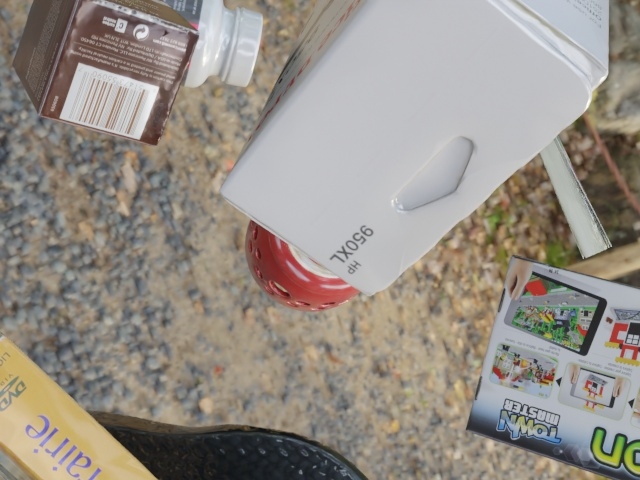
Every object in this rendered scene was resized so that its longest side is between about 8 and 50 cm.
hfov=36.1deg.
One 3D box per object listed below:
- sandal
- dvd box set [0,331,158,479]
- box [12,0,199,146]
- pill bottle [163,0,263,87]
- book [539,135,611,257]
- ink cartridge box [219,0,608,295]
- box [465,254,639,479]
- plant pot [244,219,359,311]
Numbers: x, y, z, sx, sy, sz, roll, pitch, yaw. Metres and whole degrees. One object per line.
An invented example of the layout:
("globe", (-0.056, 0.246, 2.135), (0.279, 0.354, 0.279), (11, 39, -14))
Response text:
("sandal", (-0.114, 0.271, 1.118), (0.107, 0.445, 0.168), (-19, 116, -66))
("dvd box set", (-0.153, 0.261, 0.829), (0.420, 0.307, 0.062), (46, 64, -8))
("box", (-0.290, -0.252, 1.302), (0.168, 0.167, 0.203), (12, 21, -33))
("pill bottle", (-0.266, -0.358, 1.657), (0.318, 0.176, 0.176), (11, 53, -12))
("book", (0.296, -0.059, 1.160), (0.144, 0.035, 0.096), (64, 18, -4))
("ink cartridge box", (0.096, -0.189, 0.853), (0.166, 0.285, 0.395), (33, 39, -12))
("box", (0.199, 0.088, 0.575), (0.036, 0.206, 0.114), (11, 94, -67))
("plant pot", (0.000, 0.000, 1.346), (0.174, 0.191, 0.191), (154, -83, -77))
